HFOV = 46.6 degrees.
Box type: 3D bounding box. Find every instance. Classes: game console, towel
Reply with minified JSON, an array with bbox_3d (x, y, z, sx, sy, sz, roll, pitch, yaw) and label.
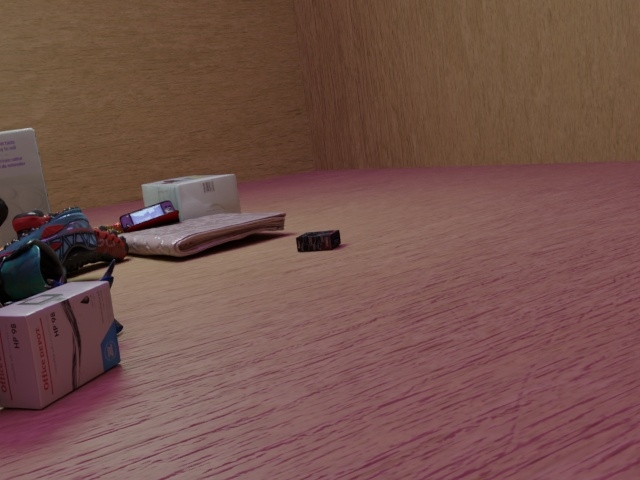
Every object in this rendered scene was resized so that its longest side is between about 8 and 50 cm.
[{"bbox_3d":[-0.446,-0.066,1.924,0.144,0.085,0.124,-20,51,-15],"label":"game console"},{"bbox_3d":[-0.296,-0.016,1.804,0.317,0.053,0.332,-15,9,-38],"label":"towel"}]

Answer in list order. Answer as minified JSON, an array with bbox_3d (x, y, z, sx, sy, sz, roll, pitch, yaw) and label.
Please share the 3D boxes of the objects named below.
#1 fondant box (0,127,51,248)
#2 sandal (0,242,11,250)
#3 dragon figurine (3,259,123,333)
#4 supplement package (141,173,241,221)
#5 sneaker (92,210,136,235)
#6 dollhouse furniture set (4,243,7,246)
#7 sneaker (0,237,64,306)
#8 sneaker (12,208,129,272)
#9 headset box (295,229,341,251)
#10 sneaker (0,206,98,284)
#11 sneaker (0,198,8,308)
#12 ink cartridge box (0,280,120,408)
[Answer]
[{"bbox_3d":[-0.760,-0.082,1.735,0.239,0.330,0.096,-11,9,-17],"label":"fondant box"},{"bbox_3d":[-0.728,0.051,1.492,0.102,0.076,0.265,-24,15,29],"label":"sandal"},{"bbox_3d":[-0.326,0.096,1.021,0.144,0.085,0.289,-4,10,23],"label":"dragon figurine"},{"bbox_3d":[-0.366,-0.103,2.111,0.194,0.149,0.203,-15,13,-41],"label":"supplement package"},{"bbox_3d":[-0.553,-0.009,1.985,0.186,0.069,0.084,-28,-13,-35],"label":"sneaker"},{"bbox_3d":[-0.690,0.055,1.600,0.091,0.081,0.114,-2,11,35],"label":"dollhouse furniture set"},{"bbox_3d":[-0.554,0.075,1.270,0.179,0.123,0.295,-14,4,27],"label":"sneaker"},{"bbox_3d":[-0.546,0.026,1.636,0.098,0.135,0.276,-16,-21,37],"label":"sneaker"},{"bbox_3d":[0.000,0.000,1.525,0.083,0.032,0.062,-3,10,20],"label":"headset box"},{"bbox_3d":[-0.560,0.046,1.477,0.262,0.125,0.104,-38,1,-17],"label":"sneaker"},{"bbox_3d":[-0.531,0.061,1.156,0.163,0.106,0.281,26,51,0],"label":"sneaker"},{"bbox_3d":[-0.301,0.116,0.814,0.060,0.104,0.180,-2,11,20],"label":"ink cartridge box"}]
